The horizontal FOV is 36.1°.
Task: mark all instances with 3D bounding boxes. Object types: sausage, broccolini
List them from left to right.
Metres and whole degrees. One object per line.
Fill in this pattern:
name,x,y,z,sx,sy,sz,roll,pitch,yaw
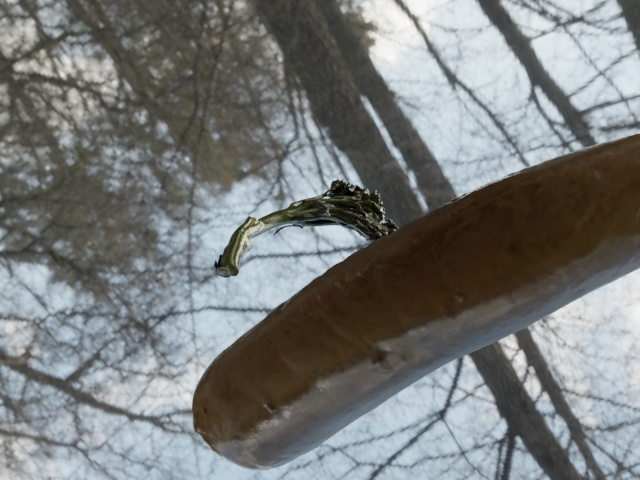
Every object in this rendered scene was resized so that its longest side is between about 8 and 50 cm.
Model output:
broccolini,-0.006,0.002,1.042,0.123,0.062,0.271,19,-153,29
sausage,0.105,0.041,0.812,0.501,0.136,0.123,-30,-153,10
